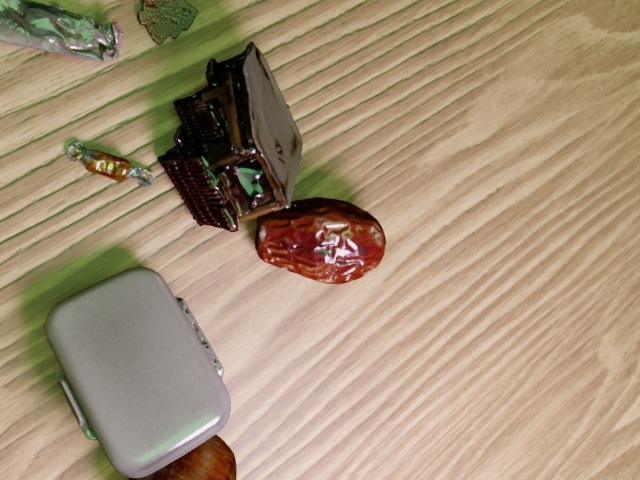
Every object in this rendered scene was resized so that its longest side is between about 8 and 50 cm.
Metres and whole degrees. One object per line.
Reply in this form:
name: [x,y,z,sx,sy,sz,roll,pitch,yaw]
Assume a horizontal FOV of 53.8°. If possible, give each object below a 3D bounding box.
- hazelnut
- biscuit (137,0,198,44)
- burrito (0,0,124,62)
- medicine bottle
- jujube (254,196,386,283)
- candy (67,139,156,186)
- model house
hazelnut: [-0.274,0.476,1.271,0.218,0.234,0.218,2,115,5]
biscuit: [-0.327,-0.483,1.356,0.130,0.019,0.119,-13,95,-22]
burrito: [-0.549,-0.419,1.235,0.309,0.066,0.096,7,90,-21]
medicine bottle: [-0.352,0.246,1.223,0.282,0.123,0.375,-28,75,-20]
jujube: [0.000,0.000,1.417,0.290,0.197,0.197,6,88,-9]
candy: [-0.429,-0.154,1.298,0.182,0.046,0.053,20,81,-20]
model house: [-0.217,-0.191,1.290,0.282,0.297,0.317,-20,108,22]
